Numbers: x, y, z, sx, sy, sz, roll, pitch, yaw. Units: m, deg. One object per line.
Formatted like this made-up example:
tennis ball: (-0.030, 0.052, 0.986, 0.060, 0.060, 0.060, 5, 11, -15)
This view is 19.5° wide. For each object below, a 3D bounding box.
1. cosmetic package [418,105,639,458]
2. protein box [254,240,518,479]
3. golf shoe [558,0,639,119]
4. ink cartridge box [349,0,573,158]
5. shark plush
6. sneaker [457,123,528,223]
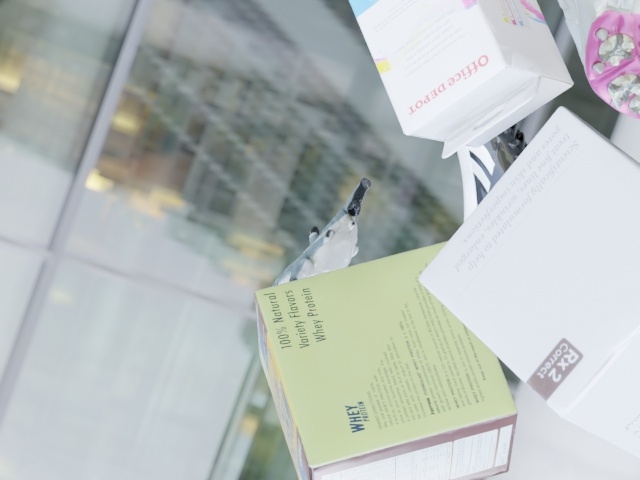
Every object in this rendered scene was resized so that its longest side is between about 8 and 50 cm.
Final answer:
cosmetic package: (0.197, 0.037, 1.214, 0.151, 0.151, 0.184, 44, -172, 39)
protein box: (0.060, 0.137, 1.798, 0.201, 0.200, 0.136, -14, 149, -8)
golf shoe: (0.209, -0.215, 1.350, 0.306, 0.115, 0.140, 58, -171, -47)
ink cartridge box: (0.097, -0.133, 1.273, 0.090, 0.092, 0.143, 6, -123, -51)
shark plush: (0.000, 0.000, 1.993, 0.073, 0.161, 0.067, 22, -179, -34)
sneaker: (0.197, -0.074, 1.783, 0.121, 0.217, 0.079, 0, -160, 19)
